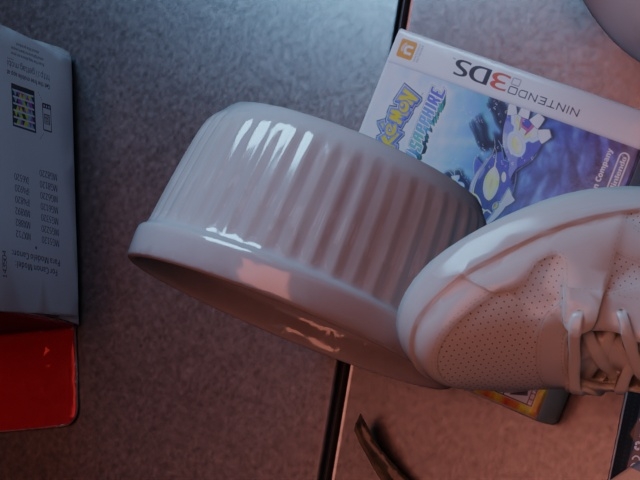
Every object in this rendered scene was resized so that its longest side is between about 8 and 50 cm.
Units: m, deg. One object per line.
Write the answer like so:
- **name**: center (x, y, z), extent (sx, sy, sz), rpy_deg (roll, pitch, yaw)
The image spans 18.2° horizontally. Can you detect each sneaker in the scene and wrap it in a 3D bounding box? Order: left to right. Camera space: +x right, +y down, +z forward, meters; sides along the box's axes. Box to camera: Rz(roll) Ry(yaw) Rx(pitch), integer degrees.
- **sneaker**: center (0.195, 0.055, 1.039), extent (0.292, 0.108, 0.169), rpy_deg (-12, 39, -3)

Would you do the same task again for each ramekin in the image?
- **ramekin**: center (0.000, 0.000, 1.183), extent (0.207, 0.207, 0.109), rpy_deg (18, 81, 25)

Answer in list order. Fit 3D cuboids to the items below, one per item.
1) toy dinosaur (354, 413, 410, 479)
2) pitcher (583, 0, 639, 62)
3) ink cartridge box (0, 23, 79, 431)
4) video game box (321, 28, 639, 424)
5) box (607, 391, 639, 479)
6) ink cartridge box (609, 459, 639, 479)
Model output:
- **toy dinosaur**: center (0.081, 0.235, 1.231), extent (0.268, 0.064, 0.118), rpy_deg (45, 116, 39)
- **pitcher**: center (0.246, -0.121, 1.170), extent (0.207, 0.125, 0.178), rpy_deg (30, 63, 19)
- **ink cartridge box**: center (-0.333, 0.006, 1.414), extent (0.309, 0.130, 0.272), rpy_deg (-8, 80, 22)
- **video game box**: center (0.099, -0.012, 1.273), extent (0.187, 0.048, 0.205), rpy_deg (21, 91, 28)
- **box**: center (0.289, 0.103, 1.165), extent (0.216, 0.060, 0.270), rpy_deg (10, 86, 24)
- **ink cartridge box**: center (0.222, 0.184, 1.099), extent (0.092, 0.090, 0.143), rpy_deg (-37, 69, 15)
